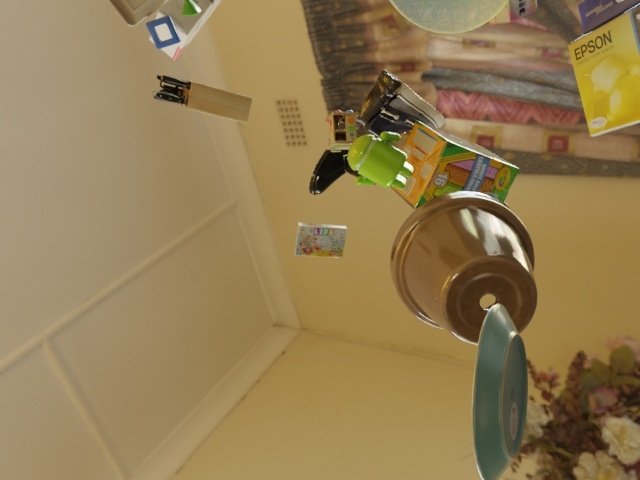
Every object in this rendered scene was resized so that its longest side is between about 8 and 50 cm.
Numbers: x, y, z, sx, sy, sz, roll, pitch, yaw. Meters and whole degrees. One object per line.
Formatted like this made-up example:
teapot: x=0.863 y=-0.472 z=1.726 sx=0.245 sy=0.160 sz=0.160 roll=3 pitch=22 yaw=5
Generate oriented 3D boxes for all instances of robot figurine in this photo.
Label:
robot figurine: x=0.095 y=-0.130 z=0.875 sx=0.101 sy=0.115 sz=0.067 roll=-62 pitch=-3 yaw=29

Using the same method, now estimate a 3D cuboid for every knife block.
knife block: x=-0.388 y=-0.457 z=1.709 sx=0.242 sy=0.275 sz=0.088 roll=-32 pitch=-41 yaw=-72

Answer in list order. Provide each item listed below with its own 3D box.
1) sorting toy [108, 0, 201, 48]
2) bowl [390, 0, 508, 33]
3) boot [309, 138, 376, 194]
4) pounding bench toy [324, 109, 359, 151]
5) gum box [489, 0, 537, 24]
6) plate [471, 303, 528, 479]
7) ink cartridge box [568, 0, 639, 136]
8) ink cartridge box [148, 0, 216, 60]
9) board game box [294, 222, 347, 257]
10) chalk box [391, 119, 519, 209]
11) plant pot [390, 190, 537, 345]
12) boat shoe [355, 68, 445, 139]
sorting toy: x=-0.403 y=-0.600 z=1.165 sx=0.348 sy=0.196 sz=0.047 roll=54 pitch=-154 yaw=-26
bowl: x=0.269 y=-0.577 z=1.045 sx=0.156 sy=0.289 sz=0.290 roll=-53 pitch=-46 yaw=-32
boot: x=0.098 y=-0.231 z=1.782 sx=0.247 sy=0.207 sz=0.094 roll=-62 pitch=-18 yaw=-4
pounding bench toy: x=0.036 y=-0.204 z=0.994 sx=0.052 sy=0.083 sz=0.065 roll=-3 pitch=-92 yaw=-17
gum box: x=0.433 y=-0.609 z=1.223 sx=0.107 sy=0.062 sz=0.189 roll=-32 pitch=-60 yaw=-26
plate: x=0.196 y=0.161 z=0.563 sx=0.188 sy=0.024 sz=0.188 roll=4 pitch=-95 yaw=-59
ink cartridge box: x=0.649 y=-0.399 z=1.103 sx=0.072 sy=0.303 sz=0.307 roll=-18 pitch=-88 yaw=-11
ink cartridge box: x=-0.337 y=-0.600 z=1.378 sx=0.092 sy=0.158 sz=0.218 roll=37 pitch=-111 yaw=-18
board game box: x=0.000 y=0.000 z=1.681 sx=0.026 sy=0.154 sz=0.104 roll=-111 pitch=27 yaw=-64
chalk box: x=0.350 y=-0.151 z=1.325 sx=0.288 sy=0.180 sz=0.179 roll=14 pitch=-68 yaw=-24
plant pot: x=0.261 y=0.064 z=0.911 sx=0.229 sy=0.262 sz=0.263 roll=-86 pitch=-10 yaw=-75
boat shoe: x=0.216 y=-0.339 z=1.473 sx=0.158 sy=0.127 sz=0.340 roll=-52 pitch=-32 yaw=17
